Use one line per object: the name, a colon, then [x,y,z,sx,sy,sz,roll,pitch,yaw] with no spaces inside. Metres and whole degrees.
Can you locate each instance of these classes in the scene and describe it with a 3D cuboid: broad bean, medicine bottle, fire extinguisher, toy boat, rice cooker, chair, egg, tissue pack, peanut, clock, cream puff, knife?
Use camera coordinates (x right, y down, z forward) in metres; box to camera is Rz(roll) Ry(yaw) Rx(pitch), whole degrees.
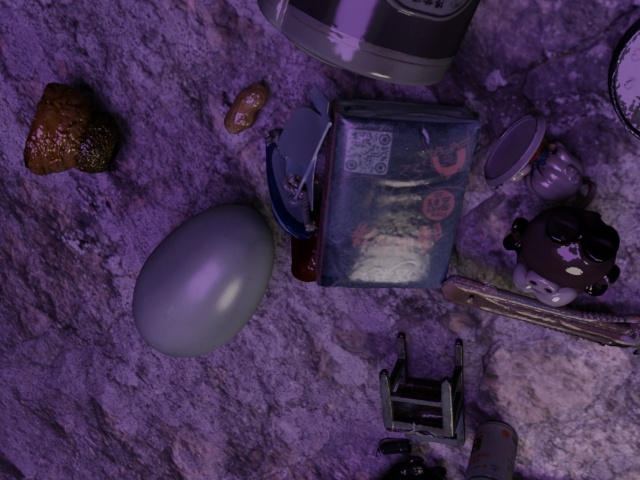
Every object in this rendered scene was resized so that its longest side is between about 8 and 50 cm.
broad bean: [0.000,0.000,1.243,0.114,0.084,0.165,15,119,6]
medicine bottle: [0.327,0.439,1.296,0.086,0.183,0.086,10,121,18]
fire extinguisher: [0.157,0.452,1.475,0.083,0.025,0.038,-15,74,29]
toy boat: [-0.038,-0.137,1.101,0.291,0.066,0.221,112,143,-59]
rice cooker: [0.079,-0.353,0.878,0.288,0.288,0.277,28,121,6]
chair: [0.204,0.332,1.311,0.136,0.147,0.271,4,118,20]
egg: [-0.223,0.080,1.296,0.230,0.230,0.371,41,122,-3]
tissue pack: [0.115,-0.066,1.102,0.227,0.103,0.316,3,121,-5]
peanut: [-0.131,-0.232,1.187,0.054,0.054,0.113,41,125,-3]
clock: [0.509,-0.223,0.921,0.214,0.042,0.215,11,122,17]
cream puff: [-0.465,-0.194,1.301,0.168,0.183,0.183,17,128,-18]
knife: [0.381,0.116,1.141,0.364,0.043,0.089,15,129,2]

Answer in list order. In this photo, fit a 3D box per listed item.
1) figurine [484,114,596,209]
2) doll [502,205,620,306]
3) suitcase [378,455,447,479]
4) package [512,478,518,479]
figurine: [0.345,-0.099,1.027,0.153,0.132,0.132,32,127,-12]
doll: [0.371,0.024,1.027,0.181,0.117,0.257,31,166,12]
suitcase: [0.141,0.688,1.468,0.194,0.283,0.434,27,127,-16]
package: [0.474,0.584,1.332,0.311,0.221,0.165,13,102,15]
